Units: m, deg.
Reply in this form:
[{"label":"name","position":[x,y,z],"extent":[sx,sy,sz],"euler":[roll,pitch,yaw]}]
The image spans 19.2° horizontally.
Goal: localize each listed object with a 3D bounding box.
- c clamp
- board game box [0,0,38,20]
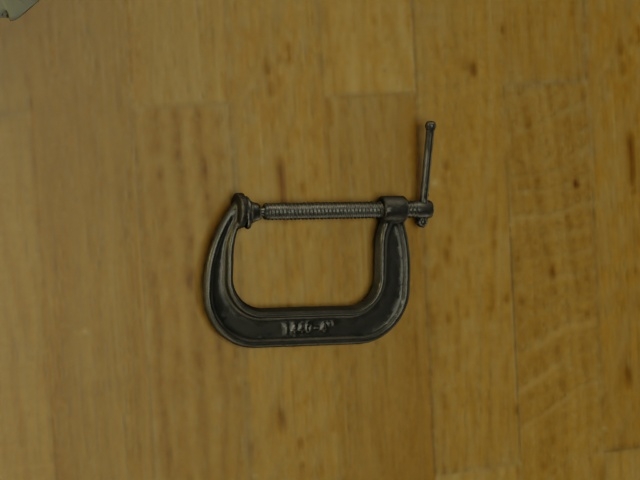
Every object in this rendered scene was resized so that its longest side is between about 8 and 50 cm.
[{"label":"c clamp","position":[0.000,0.000,1.181],"extent":[0.160,0.022,0.137],"euler":[-7,101,-22]},{"label":"board game box","position":[-0.188,-0.300,0.974],"extent":[0.224,0.097,0.303],"euler":[30,56,-25]}]
